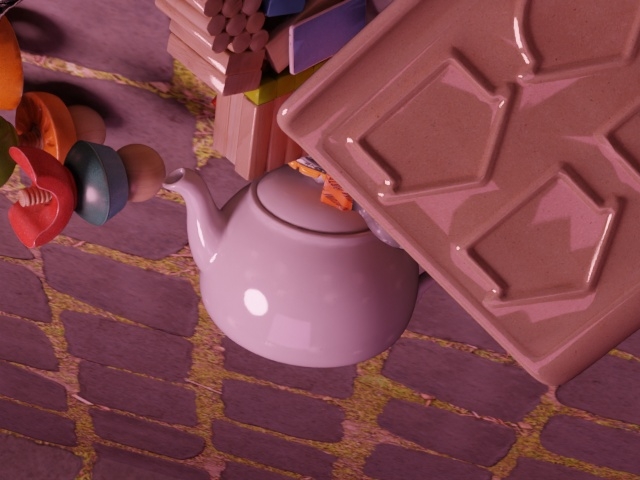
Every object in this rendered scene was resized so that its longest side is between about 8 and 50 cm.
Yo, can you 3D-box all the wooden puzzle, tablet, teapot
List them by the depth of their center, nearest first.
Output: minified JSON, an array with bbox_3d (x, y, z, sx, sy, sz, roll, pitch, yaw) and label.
[{"bbox_3d":[0.193,-0.091,1.223,0.348,0.080,0.322,43,113,-17],"label":"wooden puzzle"},{"bbox_3d":[0.007,-0.181,1.364,0.006,0.083,0.054,42,148,33],"label":"tablet"},{"bbox_3d":[0.000,0.000,1.649,0.252,0.256,0.187,29,125,26],"label":"teapot"}]

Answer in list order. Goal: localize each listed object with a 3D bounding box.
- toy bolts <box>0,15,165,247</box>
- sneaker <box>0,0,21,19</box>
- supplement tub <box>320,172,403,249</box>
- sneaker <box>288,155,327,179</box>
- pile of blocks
[{"bbox_3d":[-0.260,-0.117,1.604,0.158,0.228,0.218,-14,134,-31],"label":"toy bolts"},{"bbox_3d":[-0.265,-0.248,1.377,0.051,0.089,0.170,26,155,-21],"label":"sneaker"},{"bbox_3d":[0.170,-0.063,1.381,0.316,0.194,0.193,16,157,-1],"label":"supplement tub"},{"bbox_3d":[0.061,-0.087,1.544,0.215,0.084,0.083,13,152,8],"label":"sneaker"},{"bbox_3d":[-0.077,-0.208,1.351,0.112,0.149,0.362,41,164,33],"label":"pile of blocks"}]
